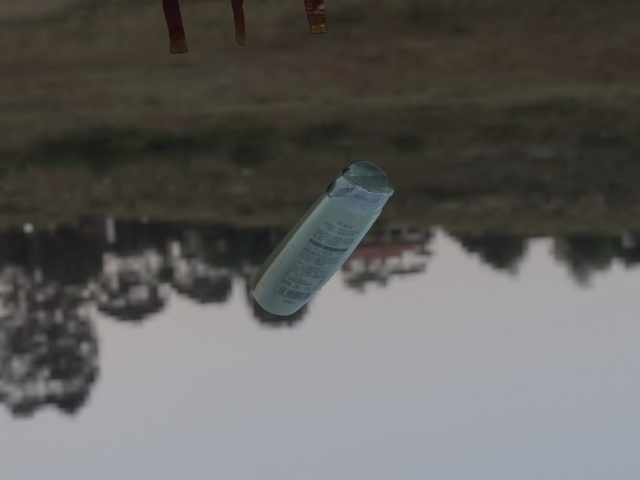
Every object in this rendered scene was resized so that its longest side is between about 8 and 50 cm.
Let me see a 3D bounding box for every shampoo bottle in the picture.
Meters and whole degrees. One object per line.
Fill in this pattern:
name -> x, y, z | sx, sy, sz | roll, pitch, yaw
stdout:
shampoo bottle -> 0.000, 0.000, 1.949 | 0.072, 0.049, 0.212 | 19, 133, -23

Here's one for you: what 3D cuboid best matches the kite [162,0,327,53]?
kite -> -0.078, -0.294, 1.519 | 0.204, 0.360, 0.022 | -7, 144, -10
